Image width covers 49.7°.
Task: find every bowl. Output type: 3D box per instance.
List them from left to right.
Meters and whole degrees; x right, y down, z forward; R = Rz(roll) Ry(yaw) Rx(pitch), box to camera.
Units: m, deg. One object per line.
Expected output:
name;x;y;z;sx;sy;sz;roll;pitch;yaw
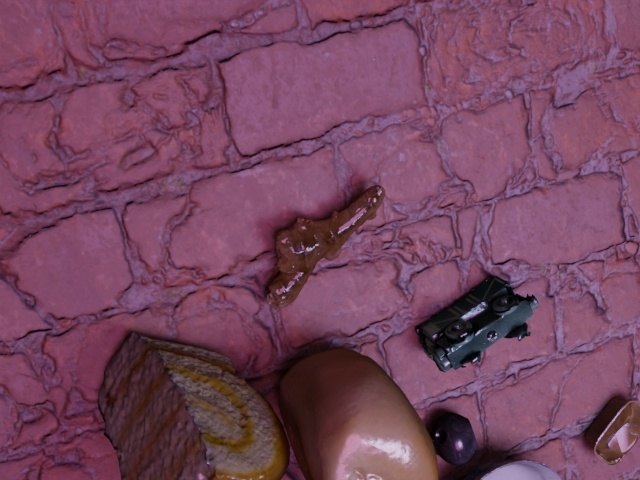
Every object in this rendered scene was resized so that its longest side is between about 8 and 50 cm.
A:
bowl;0.424;0.638;1.668;0.313;0.146;0.314;-4;105;-17

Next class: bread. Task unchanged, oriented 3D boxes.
bread;-0.234;0.364;1.334;0.264;0.395;0.239;14;118;-43
bread;0.073;0.397;1.380;0.252;0.376;0.348;-22;107;-12

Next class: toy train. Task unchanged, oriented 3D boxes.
toy train;0.351;0.186;1.539;0.269;0.154;0.115;-33;111;-7

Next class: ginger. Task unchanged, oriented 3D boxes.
ginger;0.000;0.000;1.426;0.333;0.081;0.148;-38;115;-5

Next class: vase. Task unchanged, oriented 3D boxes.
vase;0.268;0.474;1.609;0.182;0.120;0.120;-18;108;4

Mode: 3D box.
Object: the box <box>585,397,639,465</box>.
box;0.760;0.485;1.761;0.111;0.111;0.177;38;90;-21
